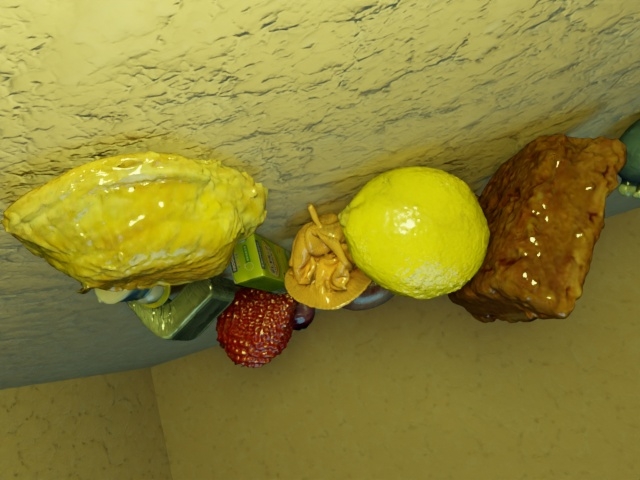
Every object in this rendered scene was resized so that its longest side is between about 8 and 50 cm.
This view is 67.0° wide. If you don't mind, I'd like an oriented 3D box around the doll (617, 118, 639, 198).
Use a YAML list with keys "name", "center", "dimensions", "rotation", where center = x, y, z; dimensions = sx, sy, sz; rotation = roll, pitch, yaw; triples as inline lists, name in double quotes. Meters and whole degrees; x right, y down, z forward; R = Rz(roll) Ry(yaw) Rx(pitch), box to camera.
- name: "doll"
  center: [0.801, -0.217, 1.169]
  dimensions: [0.228, 0.154, 0.258]
  rotation: [-56, 163, 13]

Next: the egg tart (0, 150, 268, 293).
- name: "egg tart"
  center: [-0.267, -0.007, 0.723]
  dimensions: [0.339, 0.153, 0.351]
  rotation: [-18, 166, 17]

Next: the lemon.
- name: "lemon"
  center: [0.188, -0.014, 0.983]
  dimensions: [0.321, 0.269, 0.268]
  rotation: [-3, 162, -21]

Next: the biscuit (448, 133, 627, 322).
- name: "biscuit"
  center: [0.443, -0.020, 1.054]
  dimensions: [0.166, 0.395, 0.343]
  rotation: [26, 165, -1]

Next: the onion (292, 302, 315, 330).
- name: "onion"
  center: [-0.100, 0.280, 1.996]
  dimensions: [0.200, 0.201, 0.207]
  rotation: [-6, 157, -38]

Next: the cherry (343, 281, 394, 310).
- name: "cherry"
  center: [0.109, 0.087, 1.408]
  dimensions: [0.260, 0.221, 0.307]
  rotation: [-7, -175, -6]

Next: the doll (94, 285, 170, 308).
- name: "doll"
  center: [-0.412, 0.100, 1.071]
  dimensions: [0.135, 0.098, 0.241]
  rotation: [-57, 165, -2]

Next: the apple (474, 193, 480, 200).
- name: "apple"
  center: [0.373, -0.004, 1.326]
  dimensions: [0.253, 0.254, 0.253]
  rotation: [-16, 166, -4]

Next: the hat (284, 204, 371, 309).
- name: "hat"
  center: [0.000, 0.000, 1.112]
  dimensions: [0.244, 0.234, 0.233]
  rotation: [2, 141, 22]

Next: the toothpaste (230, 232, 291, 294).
- name: "toothpaste"
  center: [-0.138, 0.068, 1.242]
  dimensions: [0.077, 0.110, 0.327]
  rotation: [-17, 166, 10]

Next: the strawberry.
- name: "strawberry"
  center: [-0.199, 0.257, 1.710]
  dimensions: [0.351, 0.267, 0.312]
  rotation: [-53, -177, 17]

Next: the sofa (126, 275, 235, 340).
- name: "sofa"
  center: [-0.385, 0.159, 1.379]
  dimensions: [0.225, 0.176, 0.210]
  rotation: [-47, 164, 2]
